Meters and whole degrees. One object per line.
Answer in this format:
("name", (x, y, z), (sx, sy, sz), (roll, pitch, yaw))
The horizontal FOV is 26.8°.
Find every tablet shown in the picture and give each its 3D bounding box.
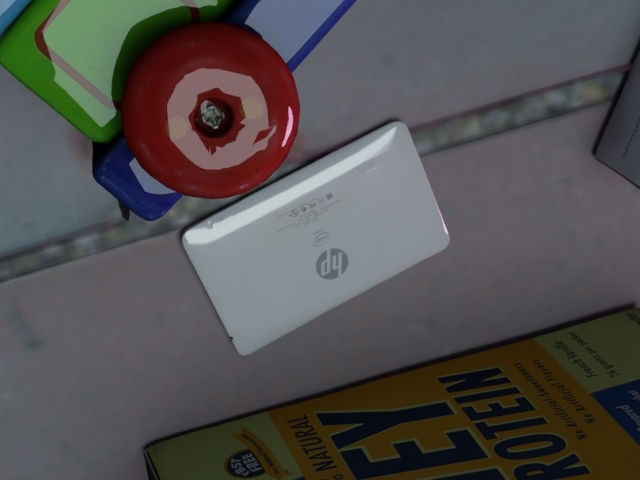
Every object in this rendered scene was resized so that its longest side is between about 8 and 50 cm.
("tablet", (0.000, 0.000, 0.449), (0.083, 0.006, 0.054), (-28, 121, -6))

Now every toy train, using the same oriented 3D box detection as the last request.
("toy train", (-0.009, -0.139, 0.333), (0.143, 0.105, 0.248), (40, 96, -18))

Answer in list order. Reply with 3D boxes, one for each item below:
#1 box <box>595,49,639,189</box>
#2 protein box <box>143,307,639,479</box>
("box", (0.195, -0.091, 0.463), (0.145, 0.038, 0.186), (13, 110, -25))
("protein box", (0.061, 0.161, 0.473), (0.200, 0.136, 0.201), (-14, 119, -14))
